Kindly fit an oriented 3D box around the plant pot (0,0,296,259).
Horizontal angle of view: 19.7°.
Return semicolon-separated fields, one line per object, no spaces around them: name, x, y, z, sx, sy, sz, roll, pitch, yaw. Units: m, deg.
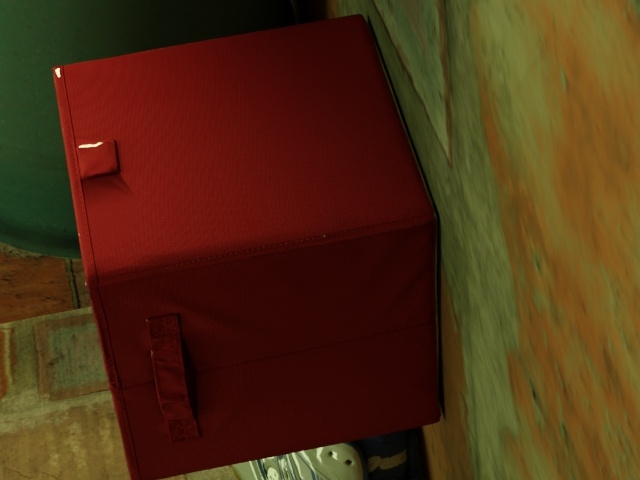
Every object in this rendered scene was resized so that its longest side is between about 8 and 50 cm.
plant pot;-0.163;-0.219;1.352;0.334;0.341;0.341;99;161;-52

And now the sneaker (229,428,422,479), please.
sneaker;0.019;0.181;1.247;0.131;0.112;0.296;-41;73;48

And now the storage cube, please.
storage cube;-0.043;0.001;1.097;0.183;0.193;0.215;85;173;-45
